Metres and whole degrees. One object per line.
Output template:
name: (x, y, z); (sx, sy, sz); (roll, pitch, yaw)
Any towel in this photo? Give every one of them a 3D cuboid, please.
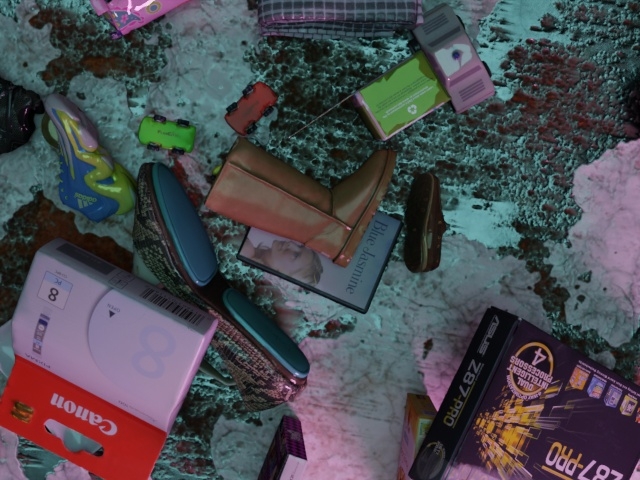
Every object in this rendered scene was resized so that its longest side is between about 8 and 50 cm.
towel: (0.033, -0.464, 1.617); (0.283, 0.121, 0.235); (-2, 83, -3)

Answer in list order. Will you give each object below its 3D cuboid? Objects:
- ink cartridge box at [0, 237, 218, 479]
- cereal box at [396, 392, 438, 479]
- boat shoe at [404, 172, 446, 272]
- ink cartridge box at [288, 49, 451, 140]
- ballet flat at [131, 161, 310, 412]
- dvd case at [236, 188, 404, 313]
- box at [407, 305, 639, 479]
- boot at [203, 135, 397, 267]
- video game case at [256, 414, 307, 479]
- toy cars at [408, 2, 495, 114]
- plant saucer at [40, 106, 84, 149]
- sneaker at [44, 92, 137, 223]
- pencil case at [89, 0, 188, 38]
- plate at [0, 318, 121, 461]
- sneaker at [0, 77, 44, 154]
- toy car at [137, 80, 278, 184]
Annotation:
ink cartridge box: (-0.383, 0.232, 1.618); (0.308, 0.091, 0.385); (26, 108, 3)
cereal box: (0.165, 0.404, 1.686); (0.047, 0.173, 0.240); (7, 93, -2)
boat shoe: (0.191, -0.031, 1.714); (0.060, 0.064, 0.178); (1, 97, -33)
ink cartridge box: (0.076, -0.207, 1.629); (0.255, 0.189, 0.097); (-33, 96, 2)
ballet flat: (-0.216, 0.103, 1.670); (0.182, 0.164, 0.483); (-34, 97, 16)
dvd case: (0.000, 0.000, 1.706); (0.253, 0.022, 0.180); (24, 80, -4)
box: (0.375, 0.334, 1.639); (0.394, 0.097, 0.318); (30, 87, -28)
boot: (-0.029, -0.106, 1.647); (0.269, 0.089, 0.236); (27, 81, -8)
video game case: (-0.080, 0.430, 1.651); (0.041, 0.232, 0.210); (20, 93, -5)
toy cars: (0.250, -0.420, 1.667); (0.176, 0.087, 0.394); (10, 94, -2)
plant saucer: (-0.449, -0.200, 1.698); (0.083, 0.015, 0.084); (0, 95, -3)
sneaker: (-0.422, -0.129, 1.657); (0.126, 0.091, 0.240); (-34, 104, 5)
pencil case: (-0.254, -0.458, 1.632); (0.284, 0.124, 0.124); (-27, 95, -1)
plate: (-0.409, 0.207, 1.700); (0.278, 0.045, 0.277); (-37, 94, 11)
sneaker: (-0.554, -0.267, 1.656); (0.130, 0.087, 0.228); (-20, 98, -2)
toy car: (-0.204, -0.174, 1.679); (0.224, 0.053, 0.239); (11, 94, -11)
